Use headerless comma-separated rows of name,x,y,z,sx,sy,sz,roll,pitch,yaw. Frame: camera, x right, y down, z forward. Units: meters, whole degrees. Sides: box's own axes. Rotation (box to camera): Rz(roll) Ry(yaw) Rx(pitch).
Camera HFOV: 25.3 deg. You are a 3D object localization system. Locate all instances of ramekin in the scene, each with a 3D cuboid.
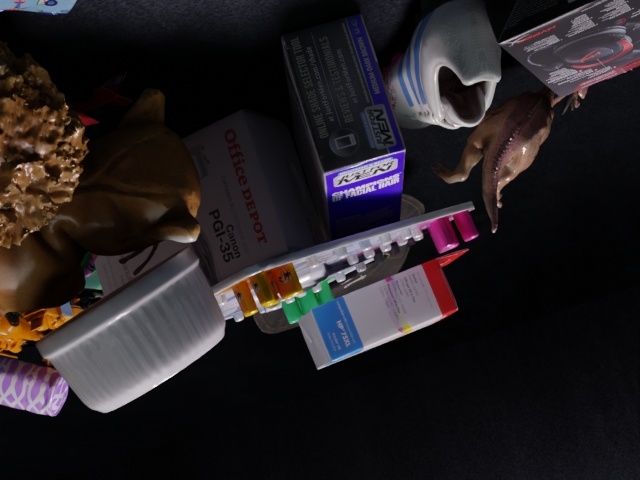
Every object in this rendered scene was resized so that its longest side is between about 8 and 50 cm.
ramekin,-0.205,0.105,1.602,0.207,0.109,0.207,-32,-177,2

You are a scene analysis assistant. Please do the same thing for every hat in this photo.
hat,0.000,0.000,2.256,0.331,0.134,0.331,-27,154,-15

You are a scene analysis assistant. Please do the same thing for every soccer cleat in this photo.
soccer cleat,0.147,-0.185,1.781,0.116,0.143,0.331,-13,164,-11

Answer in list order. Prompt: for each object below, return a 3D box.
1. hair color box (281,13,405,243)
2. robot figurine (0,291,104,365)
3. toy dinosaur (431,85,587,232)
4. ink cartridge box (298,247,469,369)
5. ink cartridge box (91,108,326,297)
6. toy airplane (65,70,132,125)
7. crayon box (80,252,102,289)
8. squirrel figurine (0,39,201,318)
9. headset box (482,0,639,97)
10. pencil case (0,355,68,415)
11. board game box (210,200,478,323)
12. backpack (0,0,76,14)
hair color box,0.031,-0.123,1.796,0.110,0.185,0.339,-17,164,-2
robot figurine,-0.458,0.147,2.380,0.211,0.085,0.291,-20,163,14
toy dinosaur,0.267,-0.156,1.890,0.200,0.127,0.295,-39,-164,46
ink cartridge box,0.096,0.092,1.915,0.231,0.078,0.134,-21,174,-11
ink cartridge box,-0.161,-0.025,1.890,0.283,0.207,0.117,-24,165,23
toy airplane,-0.284,-0.155,1.661,0.151,0.028,0.151,-14,162,-5
crayon box,-0.237,0.013,2.162,0.165,0.081,0.278,-26,161,30
squirrel figurine,-0.321,-0.041,1.546,0.371,0.281,0.397,-13,159,1
headset box,0.337,-0.283,1.700,0.218,0.110,0.293,-23,162,21
pencil case,-0.537,0.241,2.460,0.206,0.086,0.088,17,-157,6
board game box,-0.042,0.070,1.857,0.390,0.050,0.390,-16,171,-41
backpack,-0.279,-0.262,1.169,0.173,0.116,0.158,-2,157,-34
